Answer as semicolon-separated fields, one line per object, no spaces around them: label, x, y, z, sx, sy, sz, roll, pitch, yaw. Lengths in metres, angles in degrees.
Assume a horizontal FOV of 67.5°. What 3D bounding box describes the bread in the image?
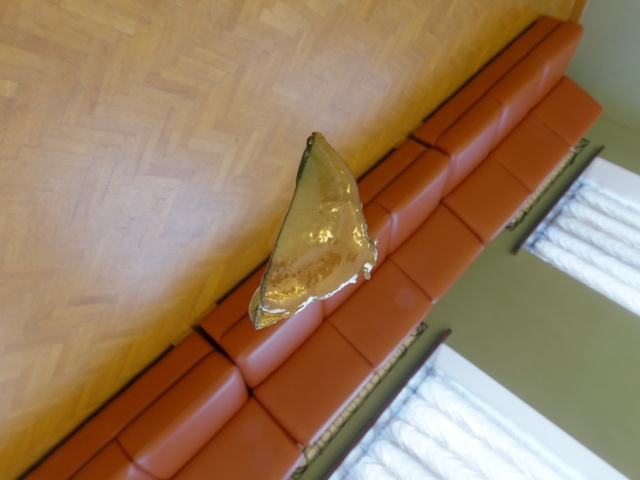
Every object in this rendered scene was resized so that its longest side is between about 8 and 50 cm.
bread;0.005;0.008;0.616;0.174;0.133;0.252;128;-19;-77
